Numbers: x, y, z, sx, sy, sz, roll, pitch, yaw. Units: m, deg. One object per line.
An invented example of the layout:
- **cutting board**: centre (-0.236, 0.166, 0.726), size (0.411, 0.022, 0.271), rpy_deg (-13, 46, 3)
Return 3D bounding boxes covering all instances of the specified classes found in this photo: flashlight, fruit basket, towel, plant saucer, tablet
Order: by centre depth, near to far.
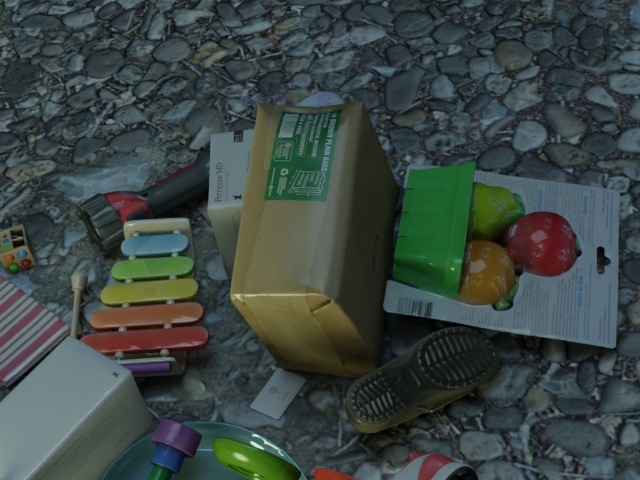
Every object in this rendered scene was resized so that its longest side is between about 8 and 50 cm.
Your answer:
- **plant saucer**: centre (-0.159, 0.399, 1.747), size (0.318, 0.043, 0.317), rpy_deg (4, 52, -6)
- **tablet**: centre (-0.065, 0.235, 1.946), size (0.054, 0.006, 0.083), rpy_deg (20, 55, 27)
- **fruit basket**: centre (0.290, 0.021, 1.998), size (0.353, 0.165, 0.327), rpy_deg (11, 50, 0)
- **towel**: centre (-0.524, 0.149, 2.103), size (0.197, 0.029, 0.144), rpy_deg (31, 61, 29)
- **flashlight**: centre (-0.273, -0.088, 2.223), size (0.304, 0.103, 0.103), rpy_deg (-32, 81, -21)

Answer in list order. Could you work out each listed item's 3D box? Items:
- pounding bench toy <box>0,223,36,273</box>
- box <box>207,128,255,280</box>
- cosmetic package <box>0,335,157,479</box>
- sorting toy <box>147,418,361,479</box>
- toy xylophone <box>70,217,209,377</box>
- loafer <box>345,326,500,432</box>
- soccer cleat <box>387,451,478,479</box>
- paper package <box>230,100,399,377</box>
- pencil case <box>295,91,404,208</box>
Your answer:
- **pounding bench toy**: centre (-0.545, 0.022, 2.201), size (0.083, 0.052, 0.065), rpy_deg (-18, 48, -5)
- **box**: centre (-0.112, -0.061, 2.102), size (0.119, 0.182, 0.181), rpy_deg (-7, 48, 5)
- **cosmetic package**: centre (-0.357, 0.300, 1.797), size (0.138, 0.224, 0.224), rpy_deg (26, 57, 30)
- **sorting toy**: centre (-0.083, 0.347, 1.686), size (0.366, 0.127, 0.126), rpy_deg (13, 70, 24)
- **toy xylophone**: centre (-0.302, 0.106, 2.052), size (0.236, 0.081, 0.322), rpy_deg (-10, 47, -1)
- **loafer**: centre (0.143, 0.207, 1.872), size (0.269, 0.092, 0.102), rpy_deg (-19, 73, -26)
- **soccer cleat**: centre (0.080, 0.411, 1.707), size (0.318, 0.108, 0.116), rpy_deg (-44, 35, -24)
- **paper package**: centre (0.000, 0.000, 1.889), size (0.168, 0.309, 0.324), rpy_deg (2, 65, 15)
- **pencil case**: centre (0.039, -0.141, 2.192), size (0.124, 0.113, 0.273), rpy_deg (-30, 49, -3)
